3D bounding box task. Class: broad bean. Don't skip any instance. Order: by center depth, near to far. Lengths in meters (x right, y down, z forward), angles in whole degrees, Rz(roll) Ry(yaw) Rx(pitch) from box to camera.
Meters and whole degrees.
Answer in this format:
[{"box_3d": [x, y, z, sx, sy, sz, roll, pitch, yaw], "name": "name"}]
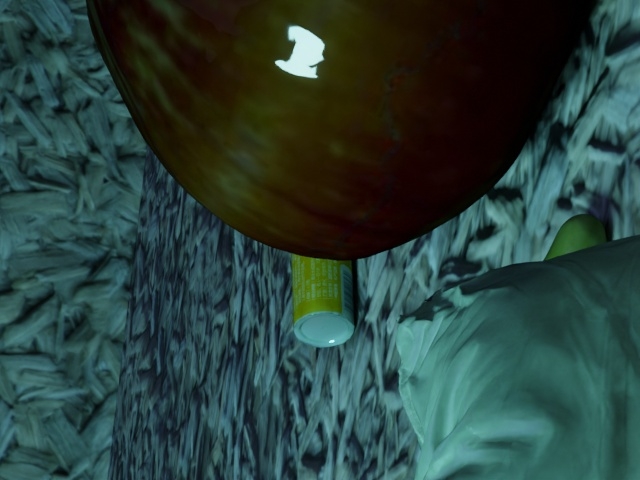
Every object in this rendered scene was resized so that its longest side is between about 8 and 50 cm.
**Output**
[{"box_3d": [0.175, 0.021, 1.384, 0.063, 0.045, 0.083, -85, 19, -67], "name": "broad bean"}]

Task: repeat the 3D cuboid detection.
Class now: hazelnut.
[{"box_3d": [0.012, -0.174, 1.546, 0.429, 0.402, 0.402, 142, 137, -60], "name": "hazelnut"}]

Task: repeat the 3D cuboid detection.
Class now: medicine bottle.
[{"box_3d": [0.000, 0.000, 1.987, 0.074, 0.074, 0.218, 119, 155, -50], "name": "medicine bottle"}]

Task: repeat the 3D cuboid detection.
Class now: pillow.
[{"box_3d": [0.176, 0.101, 0.935, 0.138, 0.310, 0.283, 59, -152, -46], "name": "pillow"}]
